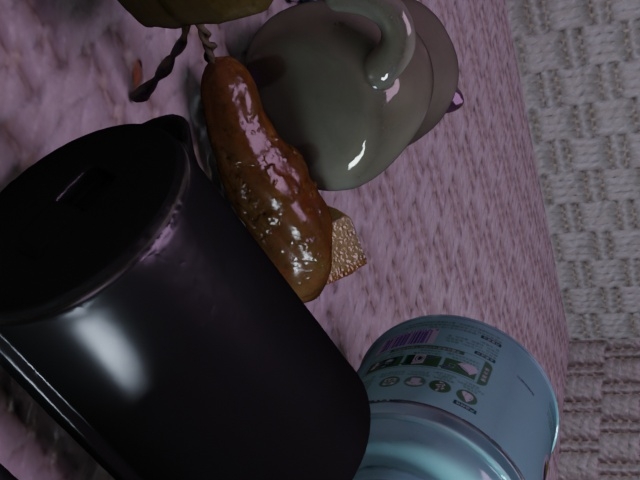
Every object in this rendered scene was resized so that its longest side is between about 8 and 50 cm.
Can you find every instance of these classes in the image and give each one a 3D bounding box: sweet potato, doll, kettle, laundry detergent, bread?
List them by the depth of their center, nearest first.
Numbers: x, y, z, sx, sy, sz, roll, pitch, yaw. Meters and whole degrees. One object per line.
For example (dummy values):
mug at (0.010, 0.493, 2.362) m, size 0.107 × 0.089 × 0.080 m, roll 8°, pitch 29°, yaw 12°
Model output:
kettle at (-0.135, 0.095, 0.652) m, size 0.308 × 0.262 × 0.203 m, roll 59°, pitch 0°, yaw -41°
sweet potato at (-0.044, -0.037, 0.930) m, size 0.106 × 0.095 × 0.354 m, roll 50°, pitch -15°, yaw 49°
doll at (0.049, -0.195, 1.043) m, size 0.215 × 0.226 × 0.370 m, roll 56°, pitch 19°, yaw -2°
laundry detergent at (0.131, 0.280, 1.043) m, size 0.305 × 0.288 × 0.287 m, roll -44°, pitch 126°, yaw -60°
bread at (0.000, 0.000, 1.116) m, size 0.109 × 0.080 × 0.084 m, roll 33°, pitch -37°, yaw 66°

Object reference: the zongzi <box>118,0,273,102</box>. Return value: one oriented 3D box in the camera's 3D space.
zongzi at (-0.124, -0.426, 0.665) m, size 0.500 × 0.218 × 0.466 m, roll 52°, pitch 41°, yaw -52°

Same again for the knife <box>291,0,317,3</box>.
knife at (-0.031, -0.334, 1.106) m, size 0.244 × 0.032 × 0.058 m, roll 38°, pitch 60°, yaw -53°
